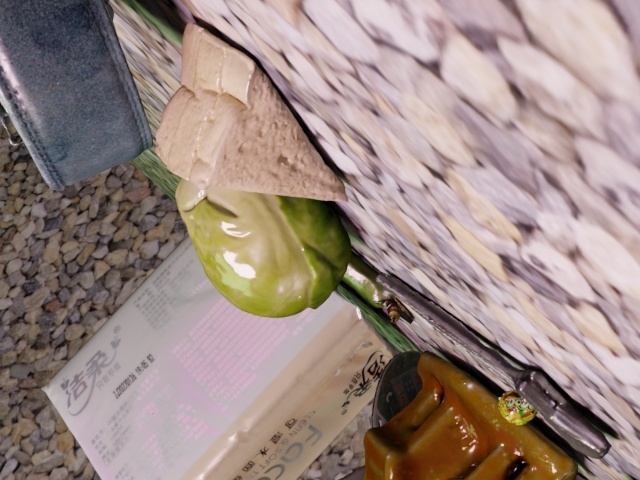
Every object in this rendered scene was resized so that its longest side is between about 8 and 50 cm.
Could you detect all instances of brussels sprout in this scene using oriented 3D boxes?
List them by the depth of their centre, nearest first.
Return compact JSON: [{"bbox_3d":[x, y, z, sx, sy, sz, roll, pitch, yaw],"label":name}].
[{"bbox_3d":[-0.048,-0.005,1.019,0.183,0.131,0.145,49,-167,-55],"label":"brussels sprout"}]

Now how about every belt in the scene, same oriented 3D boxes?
[{"bbox_3d":[-0.204,-0.151,0.779,0.207,0.116,0.267,61,171,17],"label":"belt"}]

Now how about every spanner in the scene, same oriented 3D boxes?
[{"bbox_3d":[0.143,0.099,0.989,0.093,0.026,0.325,46,175,-37],"label":"spanner"}]

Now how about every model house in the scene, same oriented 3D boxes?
[{"bbox_3d":[0.136,0.273,1.237,0.173,0.239,0.268,44,175,-8],"label":"model house"}]

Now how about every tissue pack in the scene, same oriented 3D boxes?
[{"bbox_3d":[-0.137,0.187,1.543,0.332,0.405,0.205,43,180,40],"label":"tissue pack"}]

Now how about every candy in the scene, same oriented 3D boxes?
[{"bbox_3d":[0.197,0.162,1.091,0.035,0.035,0.123,52,-175,12],"label":"candy"}]

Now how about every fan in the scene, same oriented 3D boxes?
[{"bbox_3d":[0.121,0.288,1.430,0.012,0.294,0.223,-19,117,40],"label":"fan"}]

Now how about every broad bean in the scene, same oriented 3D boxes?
[{"bbox_3d":[0.001,0.001,1.145,0.227,0.039,0.069,41,-179,2],"label":"broad bean"}]

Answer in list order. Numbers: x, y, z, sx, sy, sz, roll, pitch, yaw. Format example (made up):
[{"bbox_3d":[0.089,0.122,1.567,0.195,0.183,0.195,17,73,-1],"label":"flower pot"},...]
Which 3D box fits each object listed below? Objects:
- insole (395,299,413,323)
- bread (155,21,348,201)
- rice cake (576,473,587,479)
[{"bbox_3d":[-0.010,-0.003,1.345,0.348,0.009,0.119,39,175,36],"label":"insole"},{"bbox_3d":[-0.036,-0.089,0.809,0.152,0.105,0.077,2,-153,-45],"label":"bread"},{"bbox_3d":[0.296,0.310,1.300,0.056,0.073,0.365,48,170,-30],"label":"rice cake"}]
